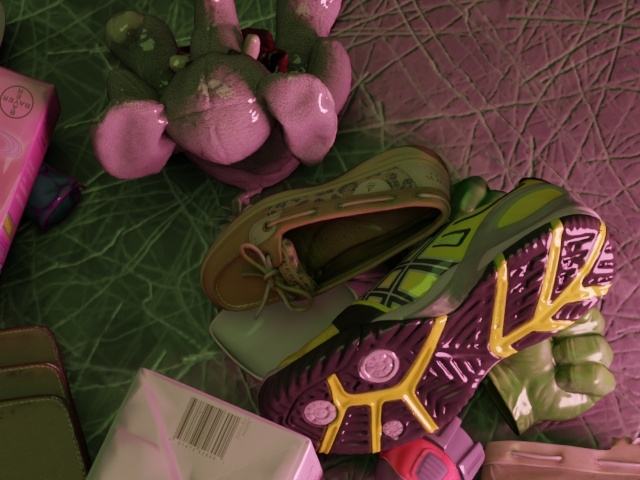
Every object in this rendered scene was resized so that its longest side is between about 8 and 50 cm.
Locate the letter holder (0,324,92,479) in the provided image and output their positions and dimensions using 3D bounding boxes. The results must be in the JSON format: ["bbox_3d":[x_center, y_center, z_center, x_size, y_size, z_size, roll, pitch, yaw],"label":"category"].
[{"bbox_3d":[-0.393,0.208,1.727,0.301,0.152,0.214,-16,85,-7],"label":"letter holder"}]

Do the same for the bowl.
[{"bbox_3d":[-0.029,0.092,1.803,0.142,0.053,0.142,-41,40,-10],"label":"bowl"}]

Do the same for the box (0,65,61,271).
[{"bbox_3d":[-0.411,-0.074,1.781,0.213,0.117,0.243,20,81,-2],"label":"box"}]

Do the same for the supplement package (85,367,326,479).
[{"bbox_3d":[-0.111,0.257,1.657,0.177,0.293,0.175,22,77,9],"label":"supplement package"}]

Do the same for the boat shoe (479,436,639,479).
[{"bbox_3d":[0.306,0.244,1.738,0.302,0.109,0.094,-1,72,6],"label":"boat shoe"}]

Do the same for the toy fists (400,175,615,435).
[{"bbox_3d":[0.201,0.059,1.802,0.142,0.096,0.279,-30,73,-6],"label":"toy fists"}]

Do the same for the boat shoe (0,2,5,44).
[{"bbox_3d":[-0.433,-0.154,1.902,0.096,0.088,0.268,25,82,-9],"label":"boat shoe"}]

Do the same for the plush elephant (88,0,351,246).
[{"bbox_3d":[-0.100,-0.159,1.797,0.271,0.255,0.330,-6,74,1],"label":"plush elephant"}]

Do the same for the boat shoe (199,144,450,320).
[{"bbox_3d":[0.000,0.000,1.736,0.285,0.104,0.089,-30,30,18],"label":"boat shoe"}]

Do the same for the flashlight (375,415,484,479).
[{"bbox_3d":[0.045,0.289,1.674,0.103,0.103,0.304,11,41,36],"label":"flashlight"}]

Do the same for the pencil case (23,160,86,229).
[{"bbox_3d":[-0.331,-0.081,1.886,0.151,0.064,0.070,42,93,13],"label":"pencil case"}]

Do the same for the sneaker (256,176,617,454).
[{"bbox_3d":[0.109,0.078,1.713,0.384,0.145,0.147,-30,31,4],"label":"sneaker"}]
